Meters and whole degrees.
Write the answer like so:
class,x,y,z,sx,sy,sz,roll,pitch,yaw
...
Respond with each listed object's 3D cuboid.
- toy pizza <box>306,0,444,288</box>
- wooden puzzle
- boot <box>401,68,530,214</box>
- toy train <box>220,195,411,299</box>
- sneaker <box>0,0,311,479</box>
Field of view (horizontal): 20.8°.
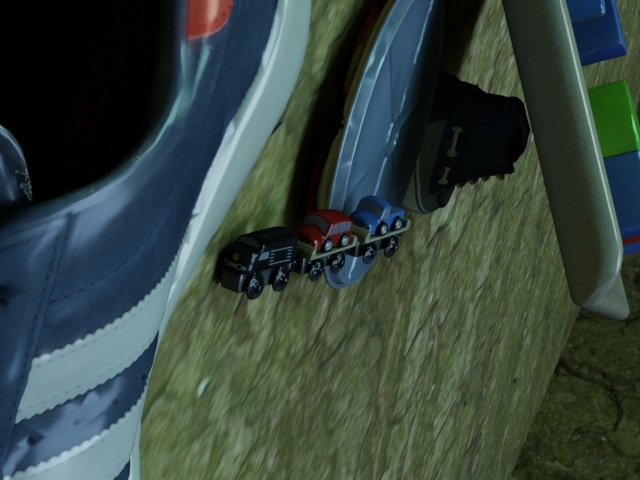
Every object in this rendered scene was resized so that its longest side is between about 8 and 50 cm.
class,x,y,z,sx,sy,sz,roll,pitch,yaw
toy pizza,0.031,-0.069,1.067,0.201,0.032,0.201,17,90,-77
wooden puzzle,0.179,-0.111,1.201,0.348,0.080,0.322,29,47,-79
boot,0.105,-0.059,1.268,0.190,0.086,0.069,70,40,-70
toy train,0.000,0.000,0.955,0.158,0.027,0.036,-16,120,-53
sneaker,-0.109,0.037,0.449,0.148,0.131,0.350,38,65,-69
